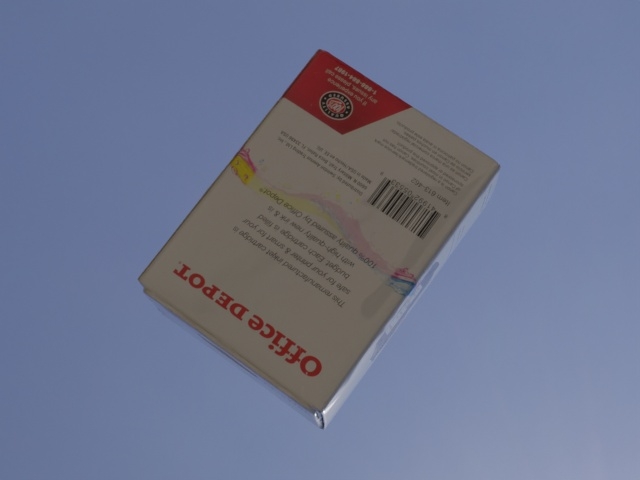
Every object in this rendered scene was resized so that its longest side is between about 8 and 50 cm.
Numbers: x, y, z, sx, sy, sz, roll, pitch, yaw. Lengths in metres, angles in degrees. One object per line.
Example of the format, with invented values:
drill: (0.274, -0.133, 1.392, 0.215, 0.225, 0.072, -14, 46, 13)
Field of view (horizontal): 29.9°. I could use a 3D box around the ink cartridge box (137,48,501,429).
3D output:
ink cartridge box: (0.000, 0.000, 0.688, 0.127, 0.072, 0.175, 35, -103, 11)
